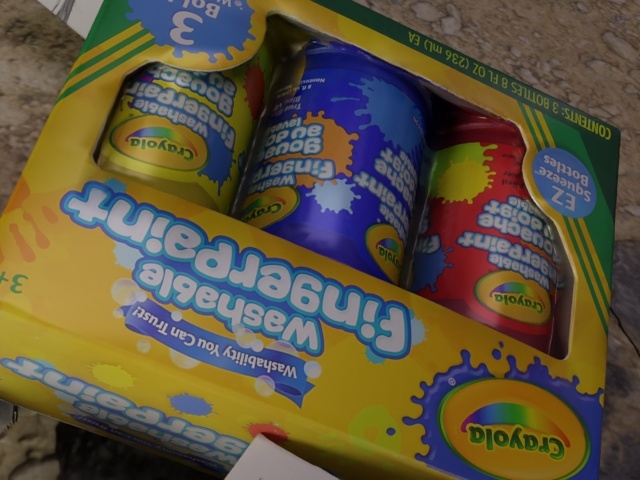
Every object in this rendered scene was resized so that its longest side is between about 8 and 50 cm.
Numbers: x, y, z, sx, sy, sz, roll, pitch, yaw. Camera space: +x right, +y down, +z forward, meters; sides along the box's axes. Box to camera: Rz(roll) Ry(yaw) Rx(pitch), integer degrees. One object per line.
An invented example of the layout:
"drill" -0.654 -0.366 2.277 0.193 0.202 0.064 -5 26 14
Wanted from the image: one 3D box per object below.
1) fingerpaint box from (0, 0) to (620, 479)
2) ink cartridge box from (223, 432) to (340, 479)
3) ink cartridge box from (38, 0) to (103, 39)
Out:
"fingerpaint box" 0.000 0.000 0.794 0.445 0.163 0.371 23 56 -12
"ink cartridge box" -0.039 0.275 0.610 0.168 0.171 0.232 28 44 11
"ink cartridge box" -0.181 -0.269 1.115 0.283 0.117 0.207 40 23 22
